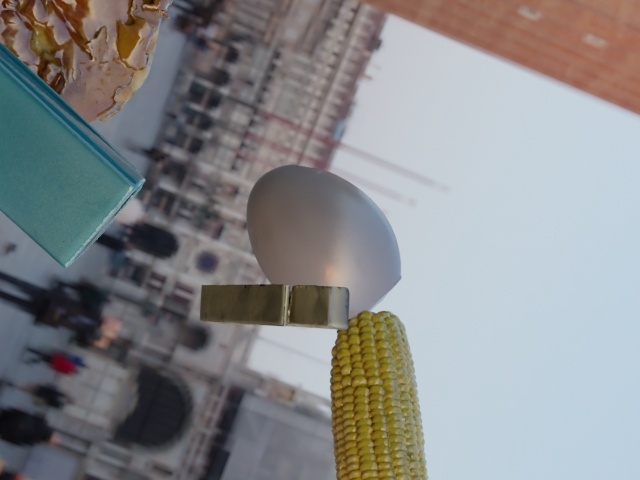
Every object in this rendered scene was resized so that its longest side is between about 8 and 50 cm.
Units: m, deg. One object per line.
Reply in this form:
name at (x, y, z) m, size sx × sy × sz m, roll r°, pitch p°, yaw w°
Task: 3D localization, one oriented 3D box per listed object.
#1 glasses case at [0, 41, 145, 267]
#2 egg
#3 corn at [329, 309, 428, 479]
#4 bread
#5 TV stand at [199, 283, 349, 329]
glasses case at (-0.304, -0.120, 1.273) m, size 0.117 × 0.301 × 0.070 m, roll -45°, pitch -177°, yaw 24°
egg at (0.000, 0.000, 1.829) m, size 0.176 × 0.232 × 0.176 m, roll -39°, pitch 171°, yaw -7°
corn at (0.051, 0.176, 1.189) m, size 0.081 × 0.081 × 0.248 m, roll 121°, pitch -29°, yaw -54°
bread at (-0.348, -0.286, 1.506) m, size 0.204 × 0.358 × 0.337 m, roll -161°, pitch -92°, yaw -74°
TV stand at (-0.044, 0.057, 1.192) m, size 0.249 × 0.042 × 0.036 m, roll -4°, pitch -99°, yaw 63°
